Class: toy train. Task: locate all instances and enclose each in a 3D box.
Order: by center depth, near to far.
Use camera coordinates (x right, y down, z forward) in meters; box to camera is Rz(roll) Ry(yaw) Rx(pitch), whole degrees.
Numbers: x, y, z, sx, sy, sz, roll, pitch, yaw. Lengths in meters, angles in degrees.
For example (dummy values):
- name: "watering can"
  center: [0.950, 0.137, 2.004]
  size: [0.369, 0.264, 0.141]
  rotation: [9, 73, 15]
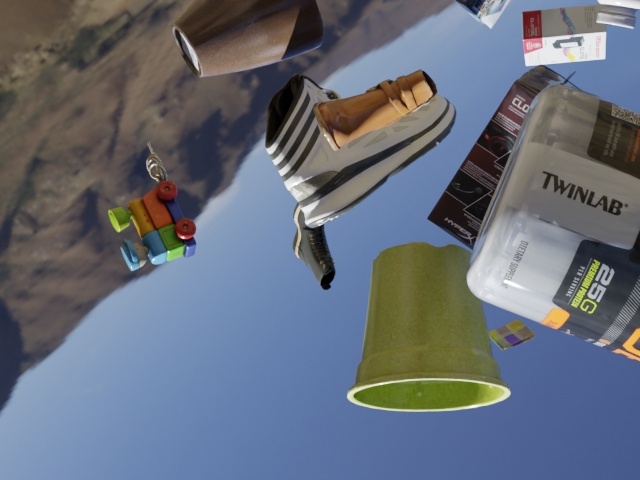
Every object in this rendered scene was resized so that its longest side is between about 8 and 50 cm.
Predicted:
- name: "toy train"
  center: [-0.351, -0.065, 2.005]
  size: [0.143, 0.248, 0.105]
  rotation: [-22, 163, -21]

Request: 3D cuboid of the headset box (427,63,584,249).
- name: "headset box"
  center: [0.313, -0.146, 1.635]
  size: [0.293, 0.110, 0.218]
  rotation: [-60, 170, 25]

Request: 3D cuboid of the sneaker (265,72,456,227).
- name: "sneaker"
  center: [0.071, -0.237, 1.935]
  size: [0.447, 0.257, 0.169]
  rotation: [-38, -171, -39]

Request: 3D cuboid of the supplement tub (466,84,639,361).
- name: "supplement tub"
  center: [0.316, 0.011, 0.897]
  size: [0.207, 0.338, 0.207]
  rotation: [21, 90, -84]

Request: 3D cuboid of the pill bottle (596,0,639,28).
- name: "pill bottle"
  center: [0.528, -0.452, 1.770]
  size: [0.087, 0.087, 0.160]
  rotation: [-95, -165, -77]

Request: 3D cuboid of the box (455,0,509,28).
- name: "box"
  center: [0.365, -0.551, 2.038]
  size: [0.233, 0.044, 0.159]
  rotation: [-56, 153, 11]

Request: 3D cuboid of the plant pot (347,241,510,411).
- name: "plant pot"
  center: [0.184, 0.147, 1.782]
  size: [0.276, 0.276, 0.254]
  rotation: [-26, -122, 51]

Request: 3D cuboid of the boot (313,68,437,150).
- name: "boot"
  center: [0.079, -0.192, 1.440]
  size: [0.152, 0.073, 0.197]
  rotation: [-23, -175, 20]

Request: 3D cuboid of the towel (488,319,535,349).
- name: "towel"
  center: [0.392, 0.192, 2.107]
  size: [0.083, 0.009, 0.060]
  rotation: [-19, -138, -21]

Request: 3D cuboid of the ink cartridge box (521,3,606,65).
- name: "ink cartridge box"
  center: [0.528, -0.443, 2.216]
  size: [0.175, 0.072, 0.127]
  rotation: [-3, 162, 14]

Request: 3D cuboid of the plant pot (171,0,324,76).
- name: "plant pot"
  center: [-0.148, -0.400, 1.886]
  size: [0.230, 0.215, 0.215]
  rotation: [-31, -171, -15]

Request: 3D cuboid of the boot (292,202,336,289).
- name: "boot"
  center: [0.000, 0.000, 2.272]
  size: [0.077, 0.137, 0.198]
  rotation: [-19, 140, -18]
